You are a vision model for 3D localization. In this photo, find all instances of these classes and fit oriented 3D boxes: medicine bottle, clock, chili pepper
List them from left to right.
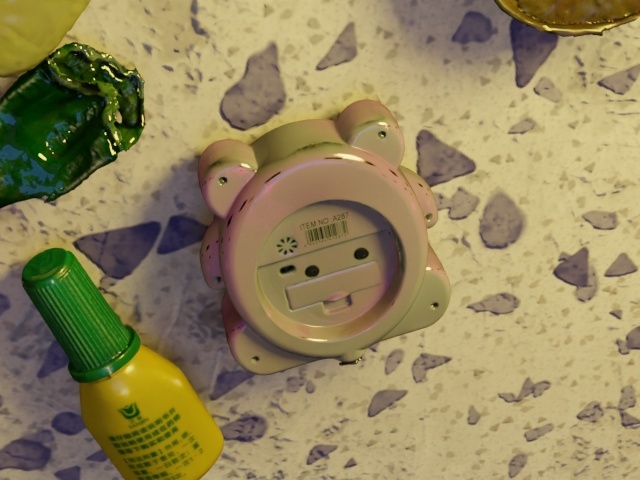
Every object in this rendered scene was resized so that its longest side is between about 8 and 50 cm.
[{"bbox_3d":[-0.247,-0.086,1.028,0.216,0.062,0.108,-33,120,10],"label":"chili pepper"},{"bbox_3d":[-0.195,0.132,1.186,0.111,0.076,0.309,-27,128,-3],"label":"medicine bottle"},{"bbox_3d":[0.000,0.000,1.140,0.227,0.090,0.248,-17,126,-4],"label":"clock"}]

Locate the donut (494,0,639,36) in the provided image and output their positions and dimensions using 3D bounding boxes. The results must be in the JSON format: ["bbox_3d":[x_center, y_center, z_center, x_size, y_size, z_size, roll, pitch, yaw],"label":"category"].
[{"bbox_3d":[0.232,-0.299,0.985,0.272,0.107,0.272,-4,125,-6],"label":"donut"}]

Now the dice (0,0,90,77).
[{"bbox_3d":[-0.246,-0.229,0.855,0.169,0.169,0.166,27,113,-30],"label":"dice"}]
